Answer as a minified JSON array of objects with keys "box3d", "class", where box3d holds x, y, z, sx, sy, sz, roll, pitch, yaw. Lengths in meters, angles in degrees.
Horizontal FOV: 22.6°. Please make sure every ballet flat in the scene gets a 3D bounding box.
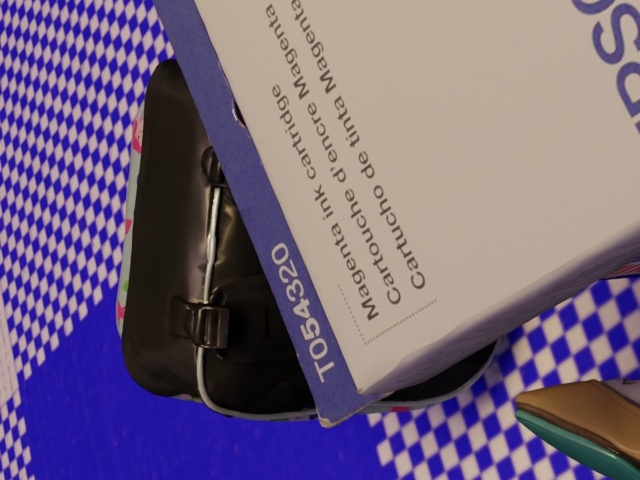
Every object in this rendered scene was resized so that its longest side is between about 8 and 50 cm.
[{"box3d":[0.206,0.118,0.891,0.073,0.080,0.232,-54,40,-7],"class":"ballet flat"}]

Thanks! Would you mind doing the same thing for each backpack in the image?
[{"box3d":[0.000,0.000,1.020,0.191,0.253,0.225,11,98,58],"class":"backpack"}]

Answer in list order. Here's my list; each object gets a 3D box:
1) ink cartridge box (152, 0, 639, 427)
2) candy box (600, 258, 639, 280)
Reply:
[{"box3d":[0.016,-0.112,0.679,0.330,0.071,0.324,-36,72,44],"class":"ink cartridge box"},{"box3d":[0.203,-0.086,0.729,0.317,0.268,0.122,-35,67,45],"class":"candy box"}]
